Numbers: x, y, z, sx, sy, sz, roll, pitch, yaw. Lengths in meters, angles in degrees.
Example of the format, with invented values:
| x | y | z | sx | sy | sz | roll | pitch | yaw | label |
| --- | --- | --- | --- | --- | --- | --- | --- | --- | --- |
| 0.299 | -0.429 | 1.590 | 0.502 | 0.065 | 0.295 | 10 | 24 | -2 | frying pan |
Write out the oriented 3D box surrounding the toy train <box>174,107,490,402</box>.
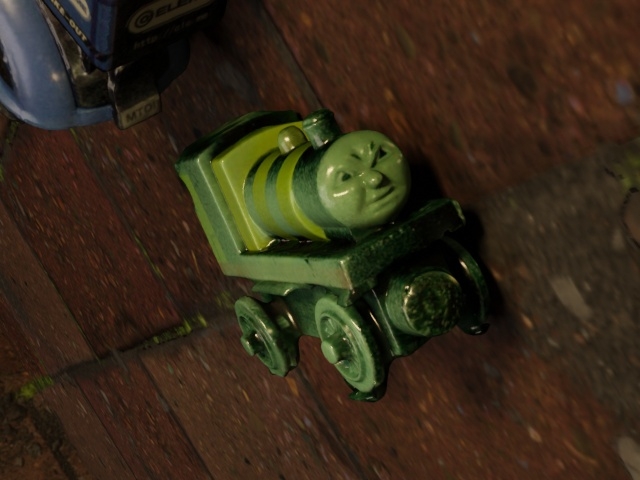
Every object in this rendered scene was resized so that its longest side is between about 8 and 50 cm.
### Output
| x | y | z | sx | sy | sz | roll | pitch | yaw | label |
| --- | --- | --- | --- | --- | --- | --- | --- | --- | --- |
| 0.001 | 0.000 | 0.635 | 0.132 | 0.083 | 0.200 | 65 | 159 | -9 | toy train |

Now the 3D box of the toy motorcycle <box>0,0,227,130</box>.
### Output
| x | y | z | sx | sy | sz | roll | pitch | yaw | label |
| --- | --- | --- | --- | --- | --- | --- | --- | --- | --- |
| -0.181 | -0.215 | 0.708 | 0.358 | 0.125 | 0.212 | 49 | 150 | 18 | toy motorcycle |
